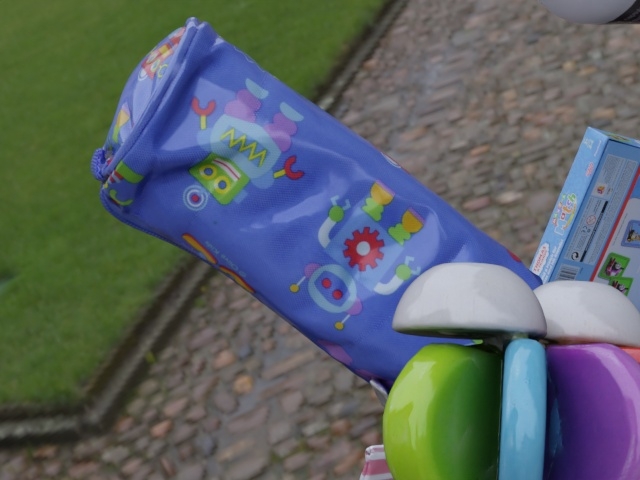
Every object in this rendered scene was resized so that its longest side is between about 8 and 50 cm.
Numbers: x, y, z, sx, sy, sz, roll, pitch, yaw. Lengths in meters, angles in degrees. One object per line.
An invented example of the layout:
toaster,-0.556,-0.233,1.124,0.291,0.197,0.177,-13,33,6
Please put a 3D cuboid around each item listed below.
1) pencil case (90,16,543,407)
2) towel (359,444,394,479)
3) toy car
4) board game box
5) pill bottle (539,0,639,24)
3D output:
pencil case,0.000,0.000,0.797,0.133,0.306,0.119,-55,12,-8
towel,0.083,0.302,1.394,0.144,0.197,0.029,2,20,-37
toy car,0.119,0.094,0.625,0.182,0.159,0.136,10,-10,-37
board game box,0.312,-0.007,1.210,0.211,0.160,0.039,11,18,-27
pill bottle,0.265,-0.246,0.921,0.322,0.182,0.181,-3,18,-19
